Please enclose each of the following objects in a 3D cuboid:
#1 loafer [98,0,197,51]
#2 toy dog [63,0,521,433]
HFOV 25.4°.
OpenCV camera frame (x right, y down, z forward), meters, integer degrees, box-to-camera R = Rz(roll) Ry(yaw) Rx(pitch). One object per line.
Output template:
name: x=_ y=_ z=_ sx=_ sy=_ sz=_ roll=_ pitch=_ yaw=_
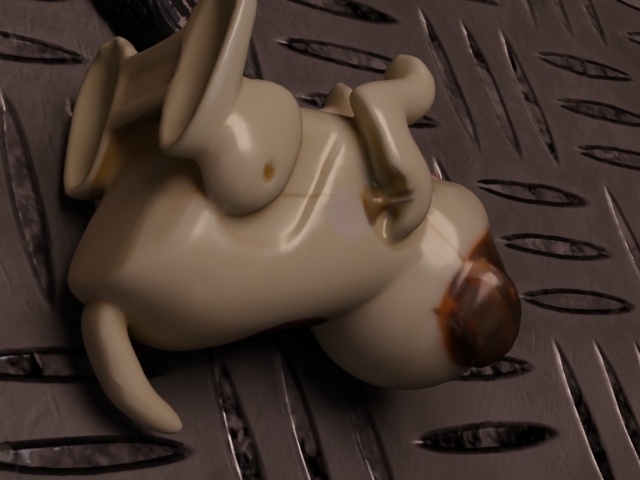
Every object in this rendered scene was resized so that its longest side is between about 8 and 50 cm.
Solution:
loafer: x=-0.162 y=-0.231 z=1.481 sx=0.223 sy=0.076 sz=0.078 roll=53 pitch=33 yaw=-4
toy dog: x=0.000 y=0.000 z=1.294 sx=0.408 sy=0.284 sz=0.395 roll=22 pitch=60 yaw=-30
